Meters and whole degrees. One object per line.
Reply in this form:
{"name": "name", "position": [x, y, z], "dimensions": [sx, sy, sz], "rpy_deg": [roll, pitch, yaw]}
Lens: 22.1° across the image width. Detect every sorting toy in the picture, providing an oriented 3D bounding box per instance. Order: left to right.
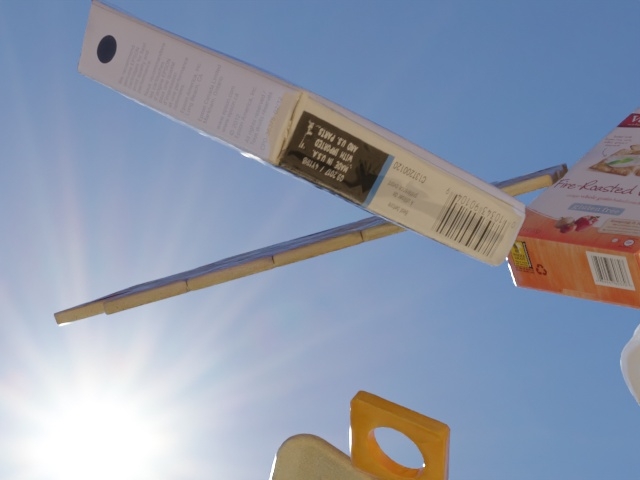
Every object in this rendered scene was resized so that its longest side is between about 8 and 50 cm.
{"name": "sorting toy", "position": [0.053, 0.218, 1.074], "dimensions": [0.196, 0.047, 0.347], "rpy_deg": [29, -42, 16]}

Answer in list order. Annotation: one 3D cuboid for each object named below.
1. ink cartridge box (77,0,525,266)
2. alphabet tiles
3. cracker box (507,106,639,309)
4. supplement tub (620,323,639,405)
{"name": "ink cartridge box", "position": [-0.024, -0.063, 0.873], "dimensions": [0.206, 0.208, 0.045], "rpy_deg": [22, -84, -50]}
{"name": "alphabet tiles", "position": [0.000, 0.000, 1.131], "dimensions": [0.343, 0.285, 0.011], "rpy_deg": [-16, -88, 13]}
{"name": "cracker box", "position": [0.295, -0.035, 1.488], "dimensions": [0.232, 0.156, 0.067], "rpy_deg": [-39, -59, -33]}
{"name": "supplement tub", "position": [0.462, 0.058, 1.599], "dimensions": [0.316, 0.228, 0.228], "rpy_deg": [-46, -50, -22]}
